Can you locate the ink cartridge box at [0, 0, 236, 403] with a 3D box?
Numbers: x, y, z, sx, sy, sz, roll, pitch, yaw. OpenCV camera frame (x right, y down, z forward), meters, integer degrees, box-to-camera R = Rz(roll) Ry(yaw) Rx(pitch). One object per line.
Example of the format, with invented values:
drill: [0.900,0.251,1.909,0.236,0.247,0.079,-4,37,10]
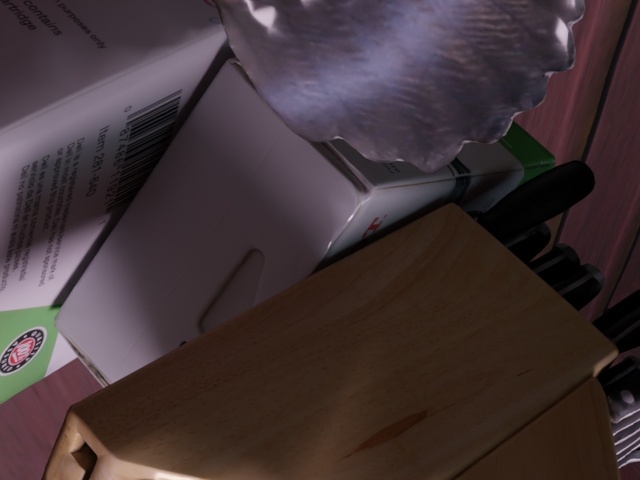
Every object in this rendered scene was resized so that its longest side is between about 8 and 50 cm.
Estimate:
ink cartridge box: [-0.088,-0.063,0.686,0.278,0.117,0.201,-32,158,-36]

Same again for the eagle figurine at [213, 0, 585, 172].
eagle figurine: [-0.071,-0.151,0.397,0.225,0.226,0.298,-15,162,34]

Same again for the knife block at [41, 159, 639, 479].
knife block: [0.033,0.044,0.611,0.242,0.276,0.088,-92,-159,-46]

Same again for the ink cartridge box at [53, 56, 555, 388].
ink cartridge box: [0.000,0.000,0.683,0.153,0.087,0.208,-53,161,21]
